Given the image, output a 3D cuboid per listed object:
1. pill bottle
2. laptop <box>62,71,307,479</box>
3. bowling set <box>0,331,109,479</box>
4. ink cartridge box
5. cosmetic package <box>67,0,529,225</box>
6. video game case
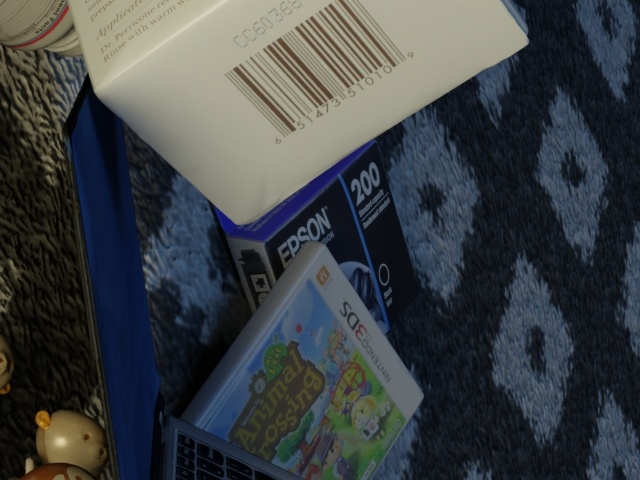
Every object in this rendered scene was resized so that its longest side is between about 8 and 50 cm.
[{"bbox_3d":[-0.200,-0.170,1.056,0.160,0.087,0.087,23,65,-56],"label":"pill bottle"},{"bbox_3d":[-0.006,0.098,1.002,0.236,0.408,0.382,-61,-171,10],"label":"laptop"},{"bbox_3d":[-0.177,0.121,0.937,0.287,0.200,0.154,56,39,-43],"label":"bowling set"},{"bbox_3d":[0.000,0.000,1.395,0.206,0.045,0.208,-45,121,-52],"label":"ink cartridge box"},{"bbox_3d":[-0.053,-0.225,1.045,0.156,0.217,0.385,45,19,-44],"label":"cosmetic package"},{"bbox_3d":[-0.016,0.141,1.301,0.212,0.023,0.193,-55,132,-26],"label":"video game case"}]
